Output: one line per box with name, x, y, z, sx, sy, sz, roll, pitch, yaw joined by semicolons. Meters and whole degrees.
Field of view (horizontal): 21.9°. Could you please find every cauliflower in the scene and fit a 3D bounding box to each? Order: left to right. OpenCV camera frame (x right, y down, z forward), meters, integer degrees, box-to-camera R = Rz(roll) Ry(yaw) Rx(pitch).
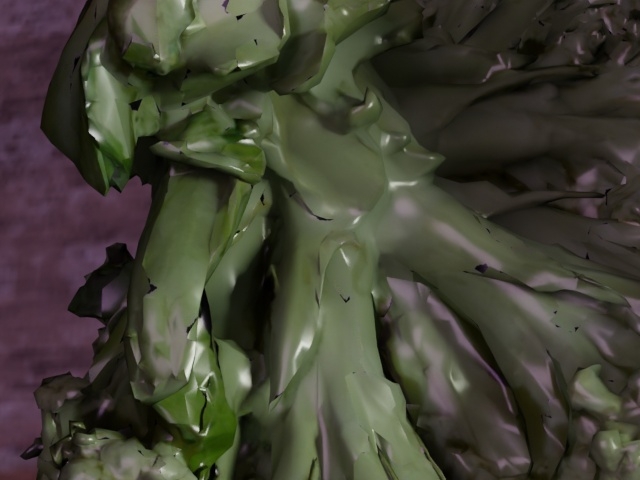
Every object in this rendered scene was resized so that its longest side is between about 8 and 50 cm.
cauliflower;0.000;0.000;0.534;0.272;0.250;0.275;-30;31;10
